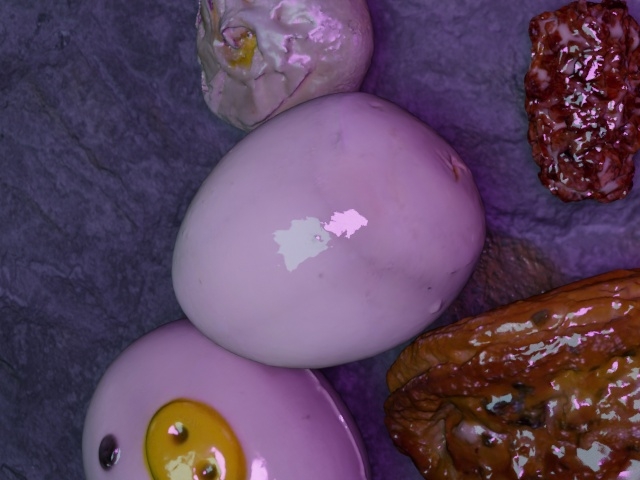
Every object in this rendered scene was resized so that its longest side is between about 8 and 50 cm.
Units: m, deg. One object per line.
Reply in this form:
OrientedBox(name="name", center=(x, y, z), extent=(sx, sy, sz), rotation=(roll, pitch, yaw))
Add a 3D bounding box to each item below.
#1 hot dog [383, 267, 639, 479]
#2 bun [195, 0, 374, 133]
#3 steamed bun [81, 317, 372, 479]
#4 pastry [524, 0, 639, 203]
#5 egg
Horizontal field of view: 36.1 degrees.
OrientedBox(name="hot dog", center=(0.235, 0.176, 1.027), extent=(0.388, 0.174, 0.267), rotation=(-25, 97, 33))
OrientedBox(name="bun", center=(-0.054, -0.235, 1.128), extent=(0.239, 0.141, 0.239), rotation=(9, 106, 33))
OrientedBox(name="steamed bun", center=(-0.113, 0.271, 1.182), extent=(0.374, 0.334, 0.334), rotation=(49, 121, 19))
OrientedBox(name="pastry", center=(0.266, -0.137, 0.989), extent=(0.115, 0.097, 0.208), rotation=(11, 108, 39))
OrientedBox(name="egg", center=(0.000, 0.000, 1.058), extent=(0.345, 0.283, 0.283), rotation=(-30, 84, 17))
